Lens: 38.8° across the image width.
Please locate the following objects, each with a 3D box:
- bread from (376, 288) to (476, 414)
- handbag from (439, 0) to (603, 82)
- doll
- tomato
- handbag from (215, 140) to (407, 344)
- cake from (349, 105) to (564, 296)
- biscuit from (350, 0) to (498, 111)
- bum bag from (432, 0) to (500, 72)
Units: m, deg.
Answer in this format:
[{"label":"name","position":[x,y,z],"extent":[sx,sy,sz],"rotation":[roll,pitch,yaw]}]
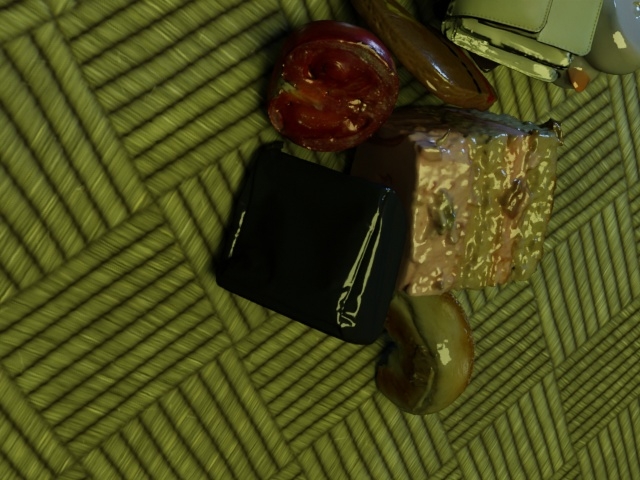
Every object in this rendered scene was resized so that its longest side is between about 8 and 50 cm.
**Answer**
[{"label":"bread","position":[0.224,0.215,1.811],"extent":[0.171,0.192,0.314],"rotation":[-16,119,-28]},{"label":"handbag","position":[0.366,-0.483,1.535],"extent":[0.237,0.160,0.358],"rotation":[19,79,-3]},{"label":"doll","position":[0.526,-0.402,1.766],"extent":[0.221,0.221,0.251],"rotation":[27,64,-40]},{"label":"tomato","position":[0.021,-0.267,1.477],"extent":[0.200,0.139,0.233],"rotation":[16,137,-15]},{"label":"handbag","position":[0.001,0.002,1.502],"extent":[0.178,0.302,0.275],"rotation":[23,88,-54]},{"label":"cake","position":[0.220,-0.078,1.620],"extent":[0.307,0.293,0.314],"rotation":[-9,111,-29]},{"label":"biscuit","position":[0.183,-0.332,1.541],"extent":[0.052,0.262,0.277],"rotation":[-45,158,25]},{"label":"bum bag","position":[0.282,-0.382,1.634],"extent":[0.109,0.026,0.159],"rotation":[-34,88,-27]}]
